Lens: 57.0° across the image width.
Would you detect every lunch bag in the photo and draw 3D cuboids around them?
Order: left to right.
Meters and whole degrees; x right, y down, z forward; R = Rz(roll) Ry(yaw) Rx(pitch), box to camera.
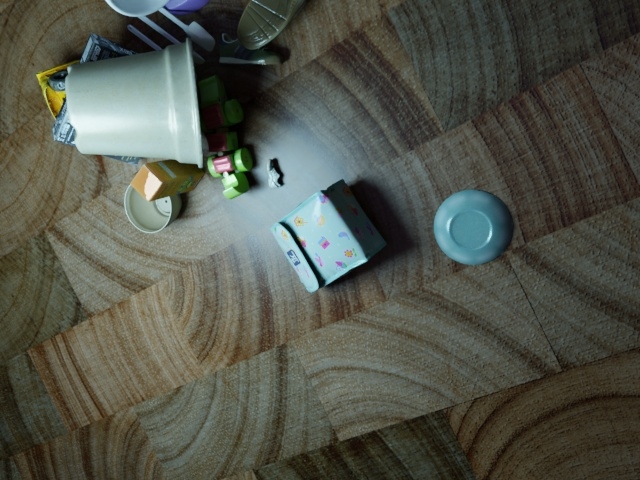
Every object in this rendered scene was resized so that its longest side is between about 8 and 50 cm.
[{"bbox_3d":[0.000,0.000,1.562,0.262,0.160,0.223,-32,92,35],"label":"lunch bag"}]

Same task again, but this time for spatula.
[{"bbox_3d":[-0.414,-0.564,1.623,0.242,0.019,0.168,38,137,-5],"label":"spatula"}]

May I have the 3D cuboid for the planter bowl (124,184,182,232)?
[{"bbox_3d":[-0.480,-0.112,1.746,0.162,0.109,0.162,4,103,20],"label":"planter bowl"}]

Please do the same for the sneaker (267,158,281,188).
[{"bbox_3d":[-0.128,-0.187,1.642,0.037,0.032,0.083,-5,104,8],"label":"sneaker"}]

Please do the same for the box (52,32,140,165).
[{"bbox_3d":[-0.578,-0.387,1.662,0.307,0.243,0.076,-58,40,21],"label":"box"}]

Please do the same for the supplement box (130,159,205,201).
[{"bbox_3d":[-0.419,-0.174,1.642,0.080,0.233,0.078,43,113,3],"label":"supplement box"}]

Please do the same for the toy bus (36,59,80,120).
[{"bbox_3d":[-0.714,-0.462,1.742,0.211,0.220,0.149,45,154,38],"label":"toy bus"}]

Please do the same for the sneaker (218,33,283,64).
[{"bbox_3d":[-0.190,-0.515,1.575,0.192,0.064,0.086,9,109,22],"label":"sneaker"}]

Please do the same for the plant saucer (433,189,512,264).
[{"bbox_3d":[0.377,-0.029,1.474,0.195,0.037,0.194,4,101,20],"label":"plant saucer"}]

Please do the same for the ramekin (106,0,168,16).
[{"bbox_3d":[-0.467,-0.708,1.440,0.135,0.277,0.277,37,111,18],"label":"ramekin"}]

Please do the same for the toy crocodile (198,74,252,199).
[{"bbox_3d":[-0.272,-0.283,1.634,0.115,0.105,0.340,-8,97,22],"label":"toy crocodile"}]

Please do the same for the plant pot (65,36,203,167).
[{"bbox_3d":[-0.471,-0.343,1.514,0.306,0.334,0.333,-5,101,-11],"label":"plant pot"}]

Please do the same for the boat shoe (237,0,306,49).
[{"bbox_3d":[-0.092,-0.610,1.501,0.109,0.098,0.302,43,109,3],"label":"boat shoe"}]

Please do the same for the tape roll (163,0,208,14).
[{"bbox_3d":[-0.404,-0.761,1.596,0.275,0.090,0.274,5,103,21],"label":"tape roll"}]
